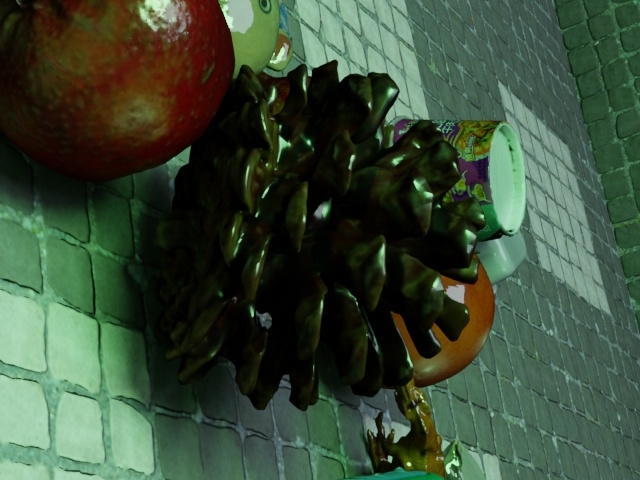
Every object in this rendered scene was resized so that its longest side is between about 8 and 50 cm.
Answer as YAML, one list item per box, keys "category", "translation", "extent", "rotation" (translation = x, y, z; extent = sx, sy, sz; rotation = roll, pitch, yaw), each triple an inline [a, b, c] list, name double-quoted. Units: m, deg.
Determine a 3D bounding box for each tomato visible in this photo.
- category: "tomato"
  translation: [0.113, 0.084, 1.731]
  extent: [0.256, 0.255, 0.225]
  rotation: [-75, 155, -51]

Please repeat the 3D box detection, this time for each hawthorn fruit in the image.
- category: "hawthorn fruit"
  translation: [-0.216, -0.180, 1.282]
  extent: [0.307, 0.265, 0.265]
  rotation: [65, 18, -58]

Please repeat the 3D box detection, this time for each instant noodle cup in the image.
- category: "instant noodle cup"
  translation: [0.229, -0.095, 2.101]
  extent: [0.251, 0.190, 0.251]
  rotation: [13, 76, -62]

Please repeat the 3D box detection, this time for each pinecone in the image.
- category: "pinecone"
  translation: [0.000, 0.000, 1.365]
  extent: [0.398, 0.397, 0.398]
  rotation: [44, 35, -43]

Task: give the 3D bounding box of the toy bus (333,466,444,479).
- category: "toy bus"
  translation: [0.050, 0.377, 1.464]
  extent: [0.343, 0.183, 0.200]
  rotation: [12, 58, -62]

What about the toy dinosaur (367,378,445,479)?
- category: "toy dinosaur"
  translation: [0.128, 0.355, 1.709]
  extent: [0.208, 0.097, 0.432]
  rotation: [-111, -166, -75]

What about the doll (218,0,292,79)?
- category: "doll"
  translation: [-0.171, -0.346, 1.598]
  extent: [0.235, 0.174, 0.330]
  rotation: [-16, 82, -35]

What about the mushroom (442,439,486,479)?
- category: "mushroom"
  translation: [0.232, 0.469, 1.846]
  extent: [0.097, 0.109, 0.352]
  rotation: [93, -21, -84]

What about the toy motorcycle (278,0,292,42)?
- category: "toy motorcycle"
  translation: [-0.083, -0.345, 1.877]
  extent: [0.114, 0.076, 0.205]
  rotation: [53, 26, -50]

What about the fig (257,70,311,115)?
- category: "fig"
  translation: [-0.044, -0.169, 1.737]
  extent: [0.207, 0.175, 0.175]
  rotation: [54, 25, 1]

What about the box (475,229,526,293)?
- category: "box"
  translation: [0.290, -0.049, 2.362]
  extent: [0.337, 0.106, 0.264]
  rotation: [66, 26, -5]
